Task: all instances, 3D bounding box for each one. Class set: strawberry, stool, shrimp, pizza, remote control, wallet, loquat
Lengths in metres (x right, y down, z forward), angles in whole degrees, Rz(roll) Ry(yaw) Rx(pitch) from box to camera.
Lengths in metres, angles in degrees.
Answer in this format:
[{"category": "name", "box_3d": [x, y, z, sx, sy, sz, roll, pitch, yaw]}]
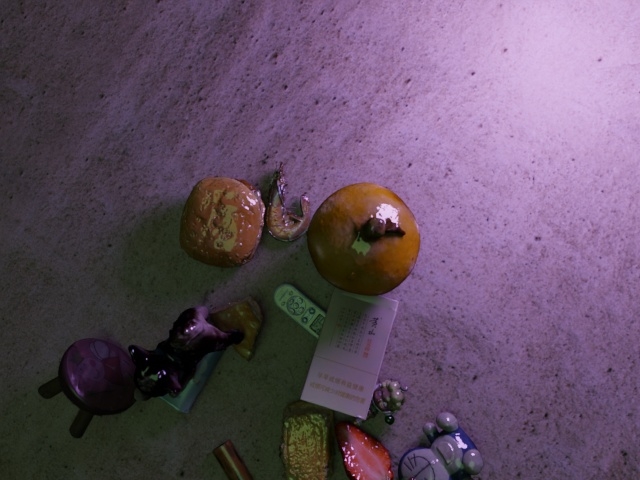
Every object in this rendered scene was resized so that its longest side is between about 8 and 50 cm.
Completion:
[{"category": "strawberry", "box_3d": [0.120, 0.669, 1.793, 0.107, 0.175, 0.236, -57, 42, 36]}, {"category": "stool", "box_3d": [-0.729, 0.465, 1.889, 0.178, 0.272, 0.272, -44, 82, 22]}, {"category": "shrimp", "box_3d": [-0.102, -0.121, 1.876, 0.143, 0.052, 0.251, 0, 97, 0]}, {"category": "pizza", "box_3d": [-0.234, 0.272, 1.887, 0.188, 0.080, 0.204, -28, 95, 32]}, {"category": "remote control", "box_3d": [-0.043, 0.227, 1.861, 0.244, 0.047, 0.087, 39, 93, 9]}, {"category": "wallet", "box_3d": [-0.440, 0.410, 1.922, 0.176, 0.075, 0.251, 31, 94, 5]}, {"category": "loquat", "box_3d": [0.128, -0.004, 1.681, 0.328, 0.359, 0.329, 1, 82, -5]}]

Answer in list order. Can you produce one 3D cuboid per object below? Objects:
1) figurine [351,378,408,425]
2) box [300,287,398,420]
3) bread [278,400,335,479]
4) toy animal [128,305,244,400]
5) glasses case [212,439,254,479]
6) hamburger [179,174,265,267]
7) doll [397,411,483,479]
[{"category": "figurine", "box_3d": [0.174, 0.492, 1.796, 0.197, 0.093, 0.147, -33, 64, 9]}, {"category": "box", "box_3d": [0.089, 0.326, 1.777, 0.204, 0.051, 0.366, 17, 76, 7]}, {"category": "bread", "box_3d": [-0.041, 0.620, 1.821, 0.173, 0.121, 0.246, -1, 85, 2]}, {"category": "toy animal", "box_3d": [-0.427, 0.336, 1.733, 0.194, 0.302, 0.344, 45, 93, 10]}, {"category": "glasses case", "box_3d": [-0.278, 0.731, 1.905, 0.064, 0.041, 0.170, -33, 85, 9]}, {"category": "hamburger", "box_3d": [-0.308, -0.059, 1.864, 0.259, 0.144, 0.284, 9, 86, 13]}, {"category": "doll", "box_3d": [0.342, 0.659, 1.738, 0.258, 0.154, 0.228, -38, 50, 1]}]
